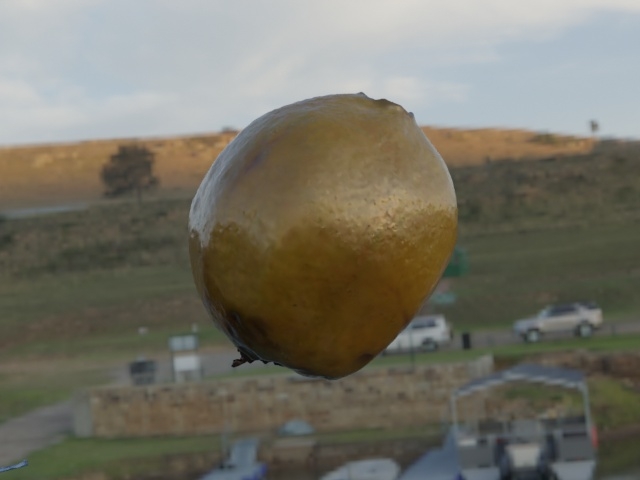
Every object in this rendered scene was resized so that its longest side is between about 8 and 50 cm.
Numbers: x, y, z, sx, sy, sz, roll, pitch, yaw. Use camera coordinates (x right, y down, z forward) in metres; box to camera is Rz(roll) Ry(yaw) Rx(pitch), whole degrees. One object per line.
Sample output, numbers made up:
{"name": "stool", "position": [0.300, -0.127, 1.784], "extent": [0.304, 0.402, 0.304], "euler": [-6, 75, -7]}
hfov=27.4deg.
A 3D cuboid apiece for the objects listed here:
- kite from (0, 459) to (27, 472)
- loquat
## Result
{"name": "kite", "position": [-0.185, 0.115, 0.460], "extent": [0.160, 0.010, 0.183], "euler": [-10, 11, -3]}
{"name": "loquat", "position": [0.000, 0.000, 0.981], "extent": [0.187, 0.234, 0.176], "euler": [36, 6, 31]}
